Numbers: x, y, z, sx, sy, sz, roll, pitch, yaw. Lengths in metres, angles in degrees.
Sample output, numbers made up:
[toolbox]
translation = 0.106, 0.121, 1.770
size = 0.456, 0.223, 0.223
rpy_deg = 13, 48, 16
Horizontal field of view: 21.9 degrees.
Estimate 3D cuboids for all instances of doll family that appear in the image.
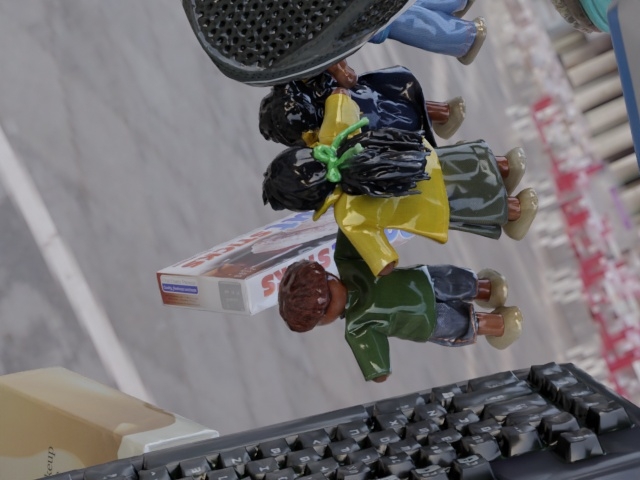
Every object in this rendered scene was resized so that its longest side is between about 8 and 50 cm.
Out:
[doll family]
translation = 0.017, -0.043, 0.632
size = 0.076, 0.111, 0.193
rpy_deg = 121, -35, -46

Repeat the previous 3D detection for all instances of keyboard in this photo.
[keyboard]
translation = -0.047, 0.095, 0.453
size = 0.201, 0.317, 0.033
rpy_deg = -132, -149, -69

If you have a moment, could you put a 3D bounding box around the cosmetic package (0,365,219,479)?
[cosmetic package]
translation = -0.096, 0.097, 0.710
size = 0.041, 0.115, 0.060
rpy_deg = -5, 103, -44

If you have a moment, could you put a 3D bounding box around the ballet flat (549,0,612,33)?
[ballet flat]
translation = 0.169, -0.328, 1.173
size = 0.182, 0.164, 0.483
rpy_deg = 35, -13, 20

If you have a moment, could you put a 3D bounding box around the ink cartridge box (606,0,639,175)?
[ink cartridge box]
translation = 0.346, 0.007, 0.685
size = 0.166, 0.394, 0.286
rpy_deg = -42, -129, 56

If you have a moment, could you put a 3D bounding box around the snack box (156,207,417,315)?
[snack box]
translation = 0.000, 0.000, 0.866
size = 0.178, 0.064, 0.022
rpy_deg = -24, 110, -44

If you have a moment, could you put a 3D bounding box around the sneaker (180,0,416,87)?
[sneaker]
translation = 0.029, -0.106, 0.386
size = 0.072, 0.178, 0.077
rpy_deg = 40, 18, -10
